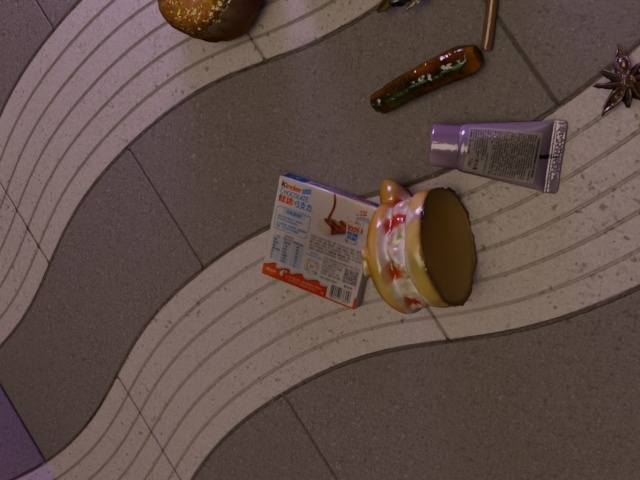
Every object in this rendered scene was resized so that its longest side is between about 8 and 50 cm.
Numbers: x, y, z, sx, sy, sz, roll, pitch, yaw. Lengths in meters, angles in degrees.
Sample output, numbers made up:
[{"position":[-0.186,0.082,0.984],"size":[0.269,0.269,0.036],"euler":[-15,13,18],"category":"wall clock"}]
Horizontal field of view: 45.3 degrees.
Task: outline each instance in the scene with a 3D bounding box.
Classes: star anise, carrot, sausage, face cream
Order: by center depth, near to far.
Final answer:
[{"position":[0.584,-0.314,1.475],"size":[0.124,0.056,0.129],"euler":[-13,92,5],"category":"star anise"},{"position":[0.350,-0.451,1.583],"size":[0.026,0.026,0.116],"euler":[12,107,25],"category":"sausage"},{"position":[0.368,-0.189,1.609],"size":[0.274,0.096,0.154],"euler":[8,104,13],"category":"face cream"},{"position":[0.225,-0.345,1.654],"size":[0.260,0.070,0.070],"euler":[-23,91,32],"category":"carrot"}]

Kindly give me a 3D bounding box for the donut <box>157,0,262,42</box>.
[{"position":[-0.254,-0.630,1.795],"size":[0.299,0.150,0.317],"euler":[-10,97,27],"category":"donut"}]

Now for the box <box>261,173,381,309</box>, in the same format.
[{"position":[0.000,0.000,1.866],"size":[0.273,0.048,0.265],"euler":[21,111,24],"category":"box"}]

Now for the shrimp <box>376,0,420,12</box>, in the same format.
[{"position":[0.217,-0.606,1.597],"size":[0.317,0.077,0.168],"euler":[-41,72,25],"category":"shrimp"}]

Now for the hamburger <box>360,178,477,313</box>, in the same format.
[{"position":[0.200,0.006,1.651],"size":[0.186,0.261,0.302],"euler":[-8,80,34],"category":"hamburger"}]
